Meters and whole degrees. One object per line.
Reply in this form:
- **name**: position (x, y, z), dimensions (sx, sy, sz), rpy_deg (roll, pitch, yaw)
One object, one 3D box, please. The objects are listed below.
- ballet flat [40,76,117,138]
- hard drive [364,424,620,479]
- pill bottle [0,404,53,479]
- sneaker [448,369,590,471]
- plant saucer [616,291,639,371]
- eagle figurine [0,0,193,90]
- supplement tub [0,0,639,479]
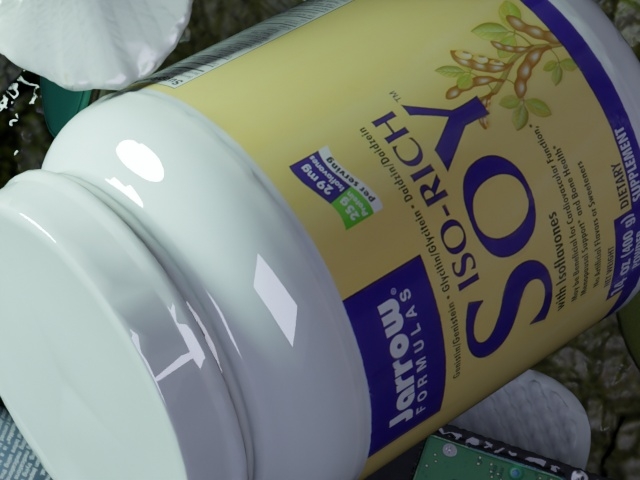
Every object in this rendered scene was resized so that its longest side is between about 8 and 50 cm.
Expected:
- **ballet flat**: position (-0.126, -0.161, 1.073), dimensions (0.068, 0.072, 0.213), rpy_deg (-8, 104, -37)
- **hard drive**: position (0.044, 0.217, 1.024), dimensions (0.339, 0.064, 0.237), rpy_deg (17, 61, 5)
- **pill bottle**: position (-0.197, 0.156, 1.086), dimensions (0.180, 0.108, 0.108), rpy_deg (27, 94, -10)
- **sneaker**: position (0.045, 0.217, 1.130), dimensions (0.126, 0.127, 0.321), rpy_deg (38, 66, 17)
- **plant saucer**: position (0.306, 0.027, 1.142), dimensions (0.241, 0.037, 0.241), rpy_deg (1, 103, 6)
- **eagle figurine**: position (-0.161, -0.239, 0.912), dimensions (0.226, 0.225, 0.298), rpy_deg (-58, 145, -30)
- **supplement tub**: position (0.000, 0.000, 0.971), dimensions (0.331, 0.241, 0.241), rpy_deg (-30, 103, -29)
